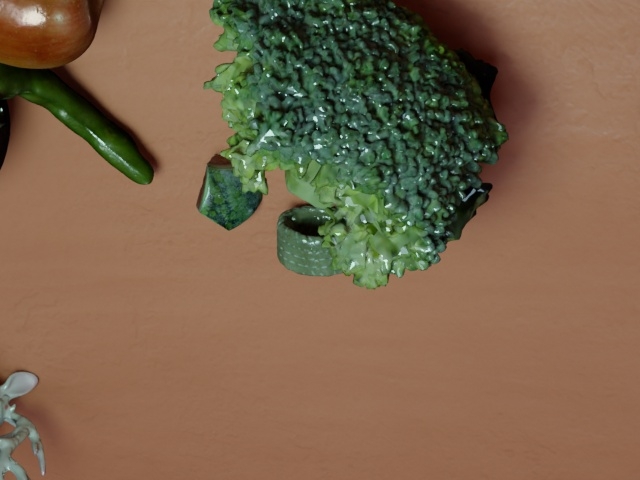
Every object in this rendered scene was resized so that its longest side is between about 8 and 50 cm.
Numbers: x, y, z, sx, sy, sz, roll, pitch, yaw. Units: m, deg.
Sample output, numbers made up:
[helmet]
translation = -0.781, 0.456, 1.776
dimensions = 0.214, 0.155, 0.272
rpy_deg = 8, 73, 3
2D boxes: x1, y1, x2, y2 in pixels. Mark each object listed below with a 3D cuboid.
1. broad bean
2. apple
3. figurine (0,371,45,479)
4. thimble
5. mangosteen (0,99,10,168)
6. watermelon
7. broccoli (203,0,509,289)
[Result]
[broad bean]
translation = -0.320, -0.151, 1.952
dimensions = 0.049, 0.144, 0.292
rpy_deg = -38, 148, 21
[apple]
translation = -0.343, -0.290, 1.865
dimensions = 0.199, 0.199, 0.199
rpy_deg = 8, 124, 12
[figurine]
translation = -0.535, 0.252, 2.231
dimensions = 0.315, 0.284, 0.206
rpy_deg = 31, 128, -19
[thimble]
translation = 0.000, 0.000, 2.001
dimensions = 0.110, 0.084, 0.062
rpy_deg = 2, 125, 1
[mangosteen]
translation = -0.528, -0.153, 1.957
dimensions = 0.311, 0.311, 0.311
rpy_deg = 8, 124, 12
[watermelon]
translation = -0.115, -0.065, 2.020
dimensions = 0.092, 0.072, 0.084
rpy_deg = 9, 121, -36
[broccoli]
translation = 0.038, -0.130, 1.802
dimensions = 0.338, 0.277, 0.317
rpy_deg = 13, 145, 19
